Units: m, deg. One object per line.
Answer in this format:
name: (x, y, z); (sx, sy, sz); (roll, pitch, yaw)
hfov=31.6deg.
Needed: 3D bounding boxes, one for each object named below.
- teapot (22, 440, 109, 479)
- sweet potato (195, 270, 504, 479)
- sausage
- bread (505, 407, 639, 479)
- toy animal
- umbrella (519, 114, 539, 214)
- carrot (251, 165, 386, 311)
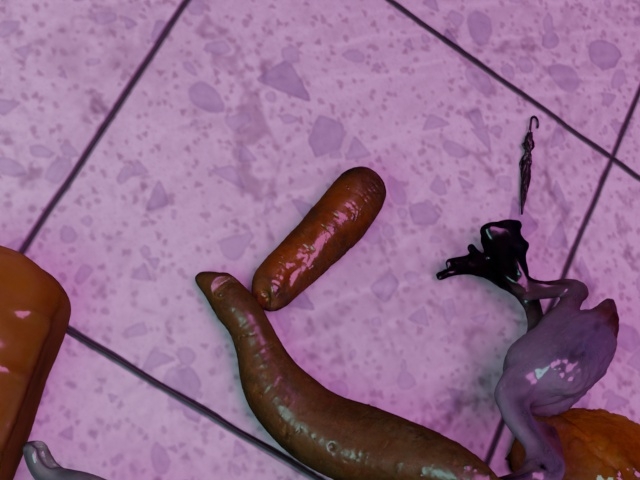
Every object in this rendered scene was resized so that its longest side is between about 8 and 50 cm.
teapot: (-0.177, 0.309, 0.888); (0.193, 0.130, 0.294); (-13, 104, -62)
sweet potato: (0.007, 0.153, 1.029); (0.346, 0.108, 0.079); (34, 21, 20)
sausage: (-0.290, 0.120, 0.913); (0.136, 0.120, 0.241); (12, 71, -4)
bread: (0.298, 0.276, 1.114); (0.129, 0.134, 0.260); (-19, 84, -27)
toy animal: (0.217, 0.127, 1.110); (0.195, 0.090, 0.324); (9, 49, -11)
umbrella: (0.228, -0.086, 1.252); (0.022, 0.013, 0.122); (30, 63, -37)
carrot: (0.000, 0.000, 1.107); (0.060, 0.060, 0.186); (44, 67, -7)
